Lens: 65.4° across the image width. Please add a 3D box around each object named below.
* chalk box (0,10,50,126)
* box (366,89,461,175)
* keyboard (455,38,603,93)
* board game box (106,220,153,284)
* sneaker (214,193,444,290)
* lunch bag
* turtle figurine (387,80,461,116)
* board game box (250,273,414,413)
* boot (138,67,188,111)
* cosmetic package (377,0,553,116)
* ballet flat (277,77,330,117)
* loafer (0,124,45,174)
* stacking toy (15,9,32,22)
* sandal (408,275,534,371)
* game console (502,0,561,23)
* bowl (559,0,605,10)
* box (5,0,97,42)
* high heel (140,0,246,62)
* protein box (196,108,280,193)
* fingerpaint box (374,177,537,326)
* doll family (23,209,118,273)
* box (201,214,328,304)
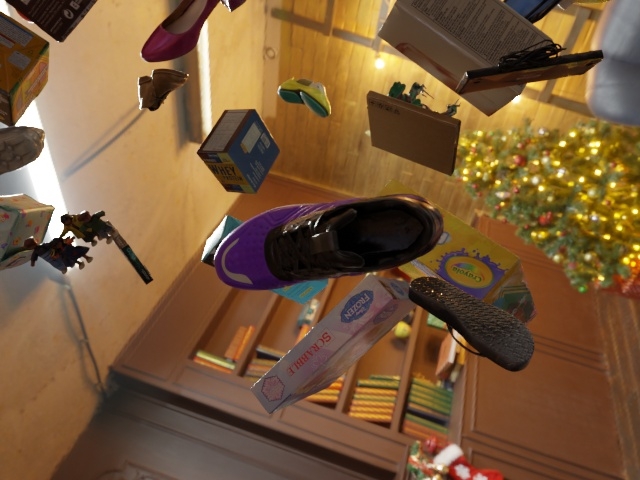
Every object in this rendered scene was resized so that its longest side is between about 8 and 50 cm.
[{"bbox_3d":[-0.821,-0.426,1.265,0.289,0.180,0.179,-15,48,59],"label":"chalk box"},{"bbox_3d":[0.193,-0.224,1.052,0.021,0.201,0.164,-56,-23,-19],"label":"box"},{"bbox_3d":[0.290,-0.247,0.690,0.100,0.192,0.038,78,-178,-88],"label":"keyboard"},{"bbox_3d":[-0.507,0.029,1.306,0.026,0.186,0.126,-37,-51,-19],"label":"board game box"},{"bbox_3d":[0.000,-0.001,0.585,0.146,0.293,0.102,-30,-73,-81],"label":"sneaker"},{"bbox_3d":[-1.046,-0.012,1.684,0.223,0.160,0.262,-88,21,-83],"label":"lunch bag"},{"bbox_3d":[0.287,-0.362,1.364,0.234,0.175,0.118,-4,-57,-51],"label":"turtle figurine"},{"bbox_3d":[0.052,0.206,1.034,0.318,0.066,0.319,-46,-19,11],"label":"board game box"},{"bbox_3d":[-0.534,-0.505,1.685,0.112,0.305,0.115,8,-93,-39],"label":"boot"},{"bbox_3d":[0.284,-0.406,0.998,0.153,0.296,0.129,-55,5,-12],"label":"cosmetic package"},{"bbox_3d":[-0.032,-0.405,1.373,0.077,0.231,0.077,-46,-45,-9],"label":"ballet flat"},{"bbox_3d":[-0.805,-0.195,1.183,0.111,0.319,0.112,-97,-7,-55],"label":"loafer"},{"bbox_3d":[-0.716,-0.666,1.188,0.330,0.141,0.141,124,168,-62],"label":"stacking toy"},{"bbox_3d":[0.244,0.135,0.818,0.254,0.097,0.054,-139,43,-55],"label":"sandal"},{"bbox_3d":[0.447,-0.507,1.048,0.122,0.071,0.107,-43,13,-11],"label":"game console"},{"bbox_3d":[0.581,-0.632,1.144,0.156,0.289,0.289,-51,6,33],"label":"bowl"},{"bbox_3d":[-0.517,-0.549,0.990,0.167,0.168,0.203,37,-138,-35],"label":"box"},{"bbox_3d":[-0.235,-0.421,0.886,0.244,0.082,0.117,-37,-22,-9],"label":"high heel"},{"bbox_3d":[-0.268,-0.297,1.672,0.201,0.136,0.200,-65,-35,-27],"label":"protein box"},{"bbox_3d":[0.365,0.065,1.419,0.163,0.445,0.371,-47,-41,-2],"label":"fingerpaint box"},{"bbox_3d":[-0.538,-0.002,1.065,0.193,0.076,0.111,-48,-39,-6],"label":"doll family"},{"bbox_3d":[-0.109,0.045,1.024,0.100,0.244,0.060,-43,31,40],"label":"box"}]
